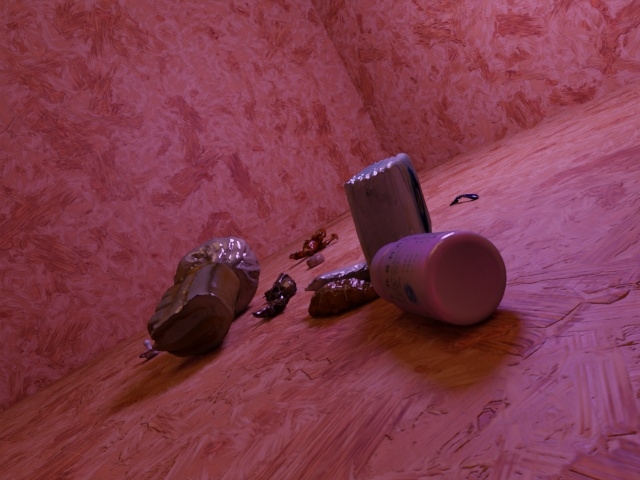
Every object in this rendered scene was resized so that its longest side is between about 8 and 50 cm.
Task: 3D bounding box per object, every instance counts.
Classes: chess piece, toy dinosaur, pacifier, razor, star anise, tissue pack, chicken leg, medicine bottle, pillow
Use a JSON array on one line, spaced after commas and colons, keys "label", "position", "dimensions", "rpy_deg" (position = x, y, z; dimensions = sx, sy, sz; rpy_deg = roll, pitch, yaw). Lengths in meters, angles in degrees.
[{"label": "chess piece", "position": [-0.022, 0.089, 2.074], "dimensions": [0.084, 0.038, 0.083], "rpy_deg": [-27, 4, 2]}, {"label": "toy dinosaur", "position": [0.000, 0.000, 2.487], "dimensions": [0.208, 0.097, 0.432], "rpy_deg": [-35, -3, 37]}, {"label": "pacifier", "position": [-0.717, 0.453, 1.958], "dimensions": [0.099, 0.078, 0.081], "rpy_deg": [-30, -15, -14]}, {"label": "razor", "position": [0.528, -0.156, 1.717], "dimensions": [0.044, 0.028, 0.154], "rpy_deg": [-30, 6, -17]}, {"label": "star anise", "position": [-0.157, 0.223, 1.533], "dimensions": [0.141, 0.042, 0.141], "rpy_deg": [-27, 3, 1]}, {"label": "tissue pack", "position": [0.195, -0.070, 1.250], "dimensions": [0.162, 0.287, 0.388], "rpy_deg": [-14, 10, 17]}, {"label": "chicken leg", "position": [-0.154, 0.179, 1.743], "dimensions": [0.125, 0.080, 0.196], "rpy_deg": [-43, 9, -14]}, {"label": "medicine bottle", "position": [0.191, 0.061, 0.825], "dimensions": [0.152, 0.152, 0.254], "rpy_deg": [-30, 6, -16]}, {"label": "pillow", "position": [0.070, 0.101, 1.321], "dimensions": [0.229, 0.050, 0.128], "rpy_deg": [-13, -12, -29]}]

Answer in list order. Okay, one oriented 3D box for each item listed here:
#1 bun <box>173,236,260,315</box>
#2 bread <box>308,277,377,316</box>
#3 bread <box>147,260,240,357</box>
[{"label": "bun", "position": [-0.394, 0.165, 1.845], "dimensions": [0.362, 0.326, 0.235], "rpy_deg": [-45, 34, -21]}, {"label": "bread", "position": [0.041, 0.142, 1.192], "dimensions": [0.233, 0.076, 0.105], "rpy_deg": [-25, 5, 40]}, {"label": "bread", "position": [-0.399, 0.226, 1.573], "dimensions": [0.301, 0.210, 0.341], "rpy_deg": [-34, 23, 8]}]
